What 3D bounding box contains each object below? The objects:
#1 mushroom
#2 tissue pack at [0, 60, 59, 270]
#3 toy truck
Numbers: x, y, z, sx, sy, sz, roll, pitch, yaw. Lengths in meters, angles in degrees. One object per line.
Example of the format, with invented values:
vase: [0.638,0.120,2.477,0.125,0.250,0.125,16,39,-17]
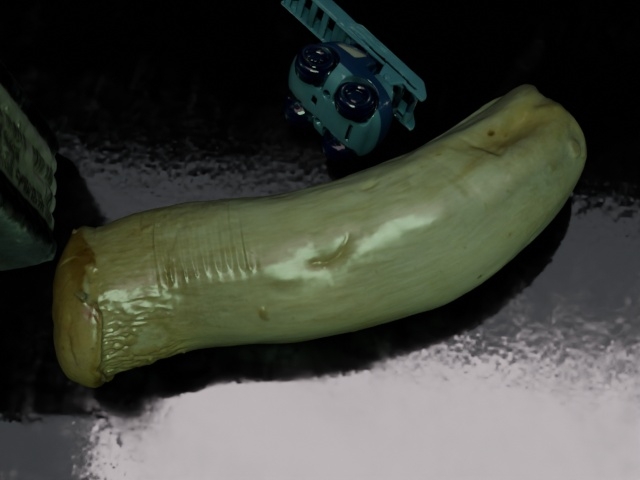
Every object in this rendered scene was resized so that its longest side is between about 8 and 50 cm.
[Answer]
mushroom: [0.000,0.000,0.813,0.351,0.095,0.122,-18,66,-1]
tissue pack: [-0.313,-0.074,0.729,0.259,0.361,0.122,0,73,6]
toy truck: [0.003,-0.118,0.878,0.074,0.063,0.136,-34,70,-32]
